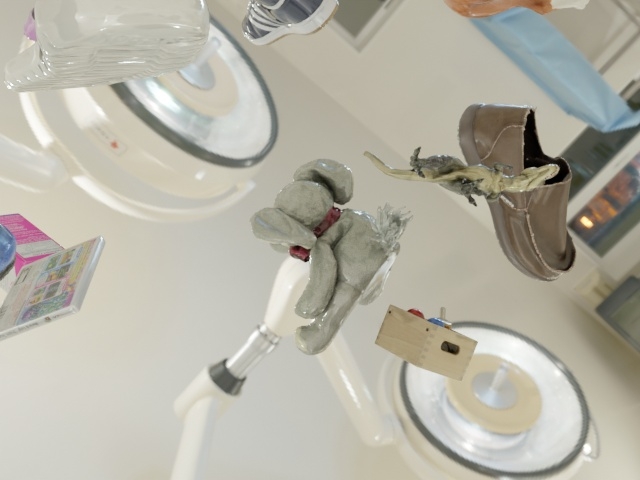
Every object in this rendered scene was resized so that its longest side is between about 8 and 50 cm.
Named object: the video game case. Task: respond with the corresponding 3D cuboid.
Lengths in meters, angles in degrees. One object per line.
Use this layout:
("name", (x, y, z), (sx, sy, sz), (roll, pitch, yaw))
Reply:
("video game case", (-0.385, 0.067, 0.899), (0.157, 0.143, 0.019), (-94, -19, -54))

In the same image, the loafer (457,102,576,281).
("loafer", (0.359, -0.073, 1.073), (0.366, 0.130, 0.133), (54, -128, -26))

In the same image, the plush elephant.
("plush elephant", (0.000, 0.000, 1.177), (0.255, 0.330, 0.272), (37, -134, 14))

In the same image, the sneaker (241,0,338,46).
("sneaker", (-0.099, -0.428, 1.105), (0.153, 0.099, 0.282), (34, 171, -33))

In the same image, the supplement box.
("supplement box", (-0.675, 0.037, 1.423), (0.220, 0.111, 0.114), (31, -154, 29))

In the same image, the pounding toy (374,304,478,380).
("pounding toy", (0.182, 0.155, 1.048), (0.141, 0.100, 0.130), (23, 178, -34))

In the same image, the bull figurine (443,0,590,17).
("bull figurine", (0.164, -0.349, 0.658), (0.101, 0.189, 0.310), (94, 170, -63))

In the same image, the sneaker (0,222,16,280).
("sneaker", (-0.290, -0.099, 0.354), (0.330, 0.147, 0.130), (55, -178, -28))

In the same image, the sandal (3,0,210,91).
("sandal", (-0.200, -0.204, 0.591), (0.169, 0.102, 0.416), (-13, -167, -29))

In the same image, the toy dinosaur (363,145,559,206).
("toy dinosaur", (0.172, -0.087, 0.840), (0.268, 0.064, 0.118), (10, -170, 16))
